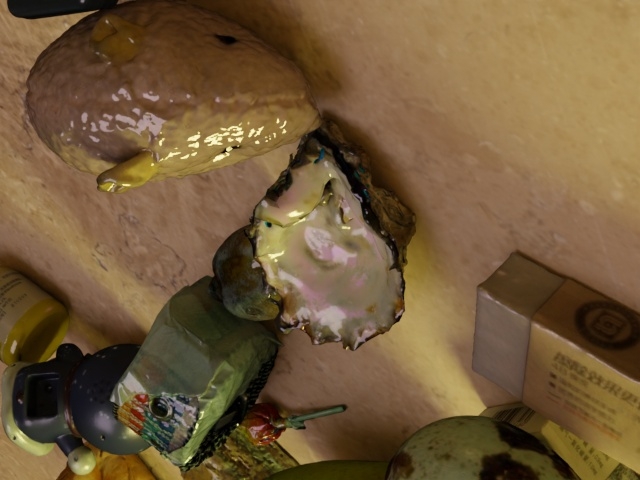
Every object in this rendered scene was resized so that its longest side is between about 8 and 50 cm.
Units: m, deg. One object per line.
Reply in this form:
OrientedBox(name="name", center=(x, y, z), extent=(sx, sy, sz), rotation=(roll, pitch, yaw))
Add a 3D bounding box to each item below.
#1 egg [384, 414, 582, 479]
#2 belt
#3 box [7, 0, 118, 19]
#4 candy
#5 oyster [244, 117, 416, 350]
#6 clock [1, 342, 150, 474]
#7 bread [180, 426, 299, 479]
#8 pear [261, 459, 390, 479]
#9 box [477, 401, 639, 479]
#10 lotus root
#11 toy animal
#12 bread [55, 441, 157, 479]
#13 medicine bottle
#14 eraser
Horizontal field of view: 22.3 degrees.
OrientedBox(name="egg", center=(0.176, 0.269, 1.654), extent=(0.231, 0.169, 0.169), rotation=(18, 140, 23))
OrientedBox(name="belt", center=(-0.157, 0.173, 2.034), extent=(0.150, 0.207, 0.257), rotation=(36, 155, 11))
OrientedBox(name="box", center=(-0.265, -0.340, 1.620), extent=(0.160, 0.050, 0.230), rotation=(3, 98, 49))
OrientedBox(name="candy", center=(-0.034, 0.232, 2.116), extent=(0.201, 0.060, 0.060), rotation=(-17, 114, 48))
OrientedBox(name="oyster", center=(0.004, -0.003, 1.721), extent=(0.198, 0.092, 0.260), rotation=(5, 126, 29))
OrientedBox(name="clock", center=(-0.324, 0.232, 2.297), extent=(0.243, 0.199, 0.146), rotation=(-7, 158, 19))
OrientedBox(name="bread", center=(-0.113, 0.331, 2.265), extent=(0.196, 0.102, 0.138), rotation=(46, 147, 2))
OrientedBox(name="pear", center=(0.090, 0.389, 1.984), extent=(0.342, 0.238, 0.318), rotation=(52, 137, 0))
OrientedBox(name="box", center=(0.283, 0.291, 1.776), extent=(0.256, 0.069, 0.164), rotation=(53, 148, -10))
OrientedBox(name="lotus root", center=(-0.074, 0.039, 1.894), extent=(0.192, 0.088, 0.113), rotation=(-25, 90, 58))
OrientedBox(name="toy animal", center=(-0.184, -0.153, 1.662), extent=(0.358, 0.226, 0.188), rotation=(3, 101, 45))
OrientedBox(name="bread", center=(-0.281, 0.467, 2.580), extent=(0.344, 0.149, 0.195), rotation=(47, 160, -4))
OrientedBox(name="medicine bottle", center=(-0.488, 0.093, 2.415), extent=(0.212, 0.122, 0.122), rotation=(33, 147, 20))
OrientedBox(name="eraser", center=(0.305, 0.148, 1.576), extent=(0.343, 0.078, 0.144), rotation=(31, 145, 25))
